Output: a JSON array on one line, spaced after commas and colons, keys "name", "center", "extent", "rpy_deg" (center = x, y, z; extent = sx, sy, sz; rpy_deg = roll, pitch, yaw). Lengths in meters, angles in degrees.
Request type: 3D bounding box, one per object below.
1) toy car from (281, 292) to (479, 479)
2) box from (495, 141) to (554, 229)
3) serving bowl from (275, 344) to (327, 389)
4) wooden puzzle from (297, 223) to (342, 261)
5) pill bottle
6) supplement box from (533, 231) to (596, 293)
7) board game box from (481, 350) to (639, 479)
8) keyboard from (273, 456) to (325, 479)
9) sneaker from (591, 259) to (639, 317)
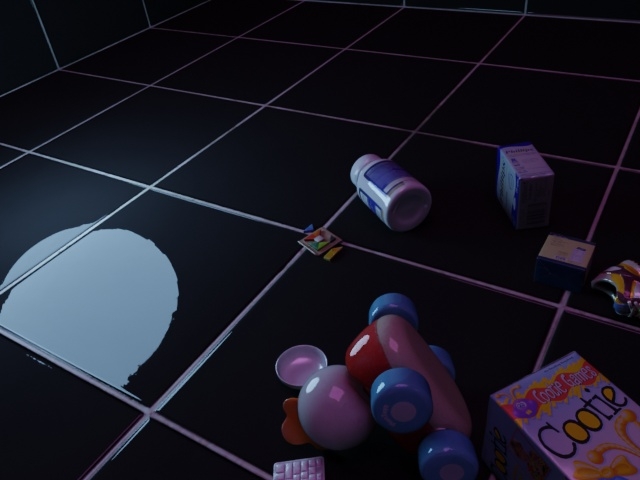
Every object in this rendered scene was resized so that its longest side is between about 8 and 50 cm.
[{"name": "toy car", "center": [0.062, 0.232, 0.800], "extent": [0.238, 0.210, 0.219], "rpy_deg": [-31, 19, 16]}, {"name": "box", "center": [0.415, -0.113, 1.194], "extent": [0.072, 0.126, 0.137], "rpy_deg": [-8, 37, 2]}, {"name": "serving bowl", "center": [-0.029, 0.207, 0.932], "extent": [0.083, 0.027, 0.083], "rpy_deg": [-4, 38, 3]}, {"name": "wooden puzzle", "center": [0.000, 0.000, 1.209], "extent": [0.078, 0.014, 0.116], "rpy_deg": [-34, 44, -31]}, {"name": "pill bottle", "center": [0.143, -0.110, 1.247], "extent": [0.112, 0.112, 0.187], "rpy_deg": [-20, 39, -16]}, {"name": "supplement box", "center": [0.439, 0.039, 1.047], "extent": [0.083, 0.056, 0.083], "rpy_deg": [17, 44, 29]}, {"name": "board game box", "center": [0.334, 0.288, 0.668], "extent": [0.142, 0.144, 0.275], "rpy_deg": [-21, 40, -18]}, {"name": "keyboard", "center": [-0.027, 0.384, 0.712], "extent": [0.072, 0.014, 0.256], "rpy_deg": [-6, 37, 2]}, {"name": "sneaker", "center": [0.528, 0.107, 0.944], "extent": [0.083, 0.070, 0.185], "rpy_deg": [-25, 34, -8]}]
